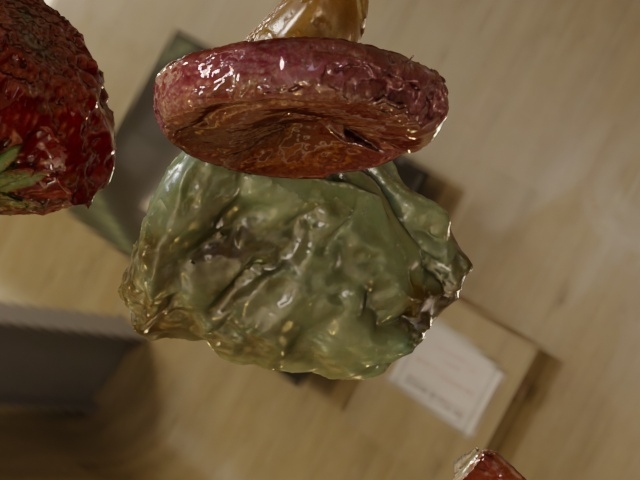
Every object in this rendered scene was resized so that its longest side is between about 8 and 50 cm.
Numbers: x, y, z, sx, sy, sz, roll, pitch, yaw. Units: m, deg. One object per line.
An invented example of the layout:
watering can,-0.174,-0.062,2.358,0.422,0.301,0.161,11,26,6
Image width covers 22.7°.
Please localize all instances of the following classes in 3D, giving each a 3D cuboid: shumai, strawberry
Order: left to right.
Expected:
strawberry,-0.316,-0.135,1.501,0.274,0.220,0.274,8,161,3
shumai,0.000,0.000,1.410,0.263,0.309,0.304,31,178,2

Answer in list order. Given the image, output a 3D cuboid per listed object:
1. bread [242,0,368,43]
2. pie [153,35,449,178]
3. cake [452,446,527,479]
bread,-0.026,-0.127,1.170,0.077,0.189,0.114,48,-146,-6
pie,-0.013,-0.082,0.984,0.182,0.050,0.182,0,165,0
cake,0.129,0.357,1.568,0.159,0.262,0.158,39,163,4
